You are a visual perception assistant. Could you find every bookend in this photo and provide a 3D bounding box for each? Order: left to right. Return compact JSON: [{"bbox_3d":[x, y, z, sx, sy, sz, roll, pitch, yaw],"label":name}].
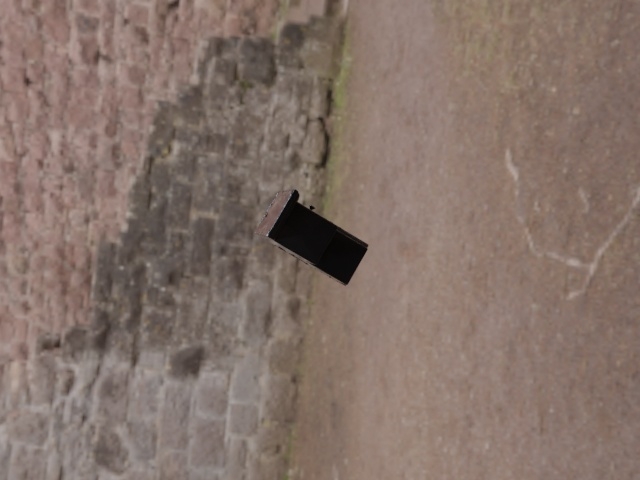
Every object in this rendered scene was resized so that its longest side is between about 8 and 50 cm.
[{"bbox_3d":[0.000,0.000,1.257,0.072,0.156,0.157,-60,9,-3],"label":"bookend"}]
